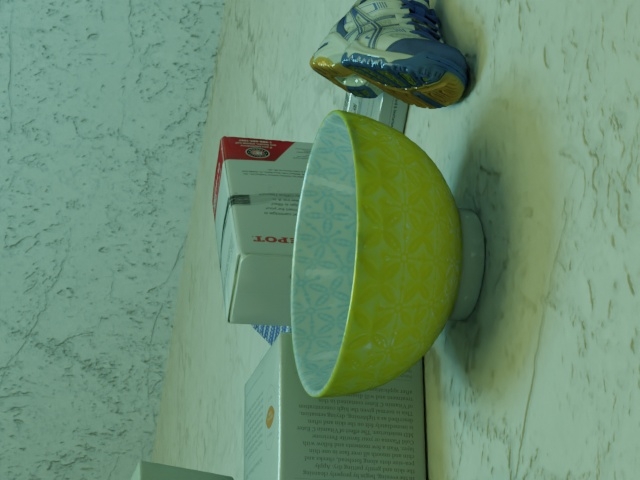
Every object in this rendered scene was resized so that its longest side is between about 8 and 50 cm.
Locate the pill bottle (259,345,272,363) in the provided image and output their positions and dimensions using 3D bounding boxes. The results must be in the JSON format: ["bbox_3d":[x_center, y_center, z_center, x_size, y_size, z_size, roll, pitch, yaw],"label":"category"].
[{"bbox_3d":[-0.028,0.239,1.882,0.216,0.121,0.121,-100,19,-49],"label":"pill bottle"}]

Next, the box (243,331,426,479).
[{"bbox_3d":[0.011,0.302,1.578,0.215,0.168,0.345,123,150,-64],"label":"box"}]

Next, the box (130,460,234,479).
[{"bbox_3d":[-0.176,0.400,1.663,0.232,0.127,0.148,-100,29,-53],"label":"box"}]

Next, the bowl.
[{"bbox_3d":[0.074,0.018,1.423,0.289,0.156,0.289,-176,90,-78],"label":"bowl"}]

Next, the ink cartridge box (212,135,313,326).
[{"bbox_3d":[-0.028,-0.012,1.800,0.273,0.197,0.114,-103,20,-55],"label":"ink cartridge box"}]

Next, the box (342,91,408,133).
[{"bbox_3d":[0.068,-0.169,1.794,0.186,0.038,0.145,-112,29,-65],"label":"box"}]

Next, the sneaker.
[{"bbox_3d":[0.085,-0.230,1.580,0.131,0.112,0.296,-60,27,-3],"label":"sneaker"}]

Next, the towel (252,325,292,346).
[{"bbox_3d":[-0.066,0.049,2.345,0.336,0.040,0.243,-145,62,-73],"label":"towel"}]
